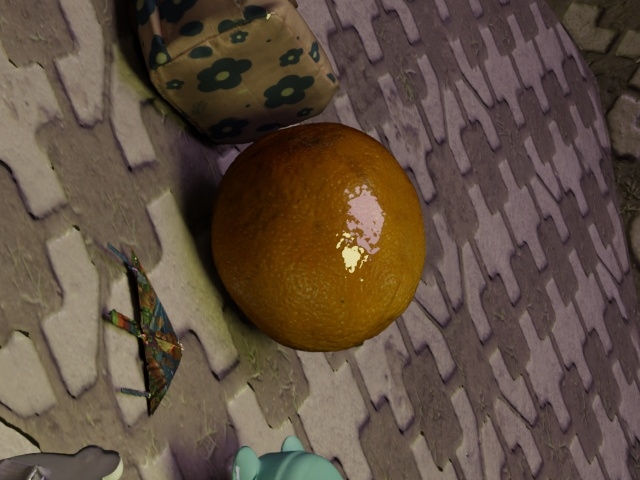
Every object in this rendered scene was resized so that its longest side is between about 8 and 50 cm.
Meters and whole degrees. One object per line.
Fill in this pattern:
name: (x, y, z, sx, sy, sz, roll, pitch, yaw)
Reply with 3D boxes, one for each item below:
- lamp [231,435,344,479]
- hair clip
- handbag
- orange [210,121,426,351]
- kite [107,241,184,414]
lamp: (-0.022, 0.344, 1.915, 0.284, 0.147, 0.209, 65, 22, 10)
hair clip: (-0.263, 0.224, 1.457, 0.220, 0.140, 0.054, -49, 130, -42)
handbag: (-0.108, -0.249, 2.197, 0.251, 0.190, 0.193, 47, 24, -61)
orange: (0.000, 0.000, 2.149, 0.264, 0.264, 0.264, 51, 28, -41)
kite: (-0.179, 0.096, 1.944, 0.160, 0.010, 0.183, 34, 44, -62)
